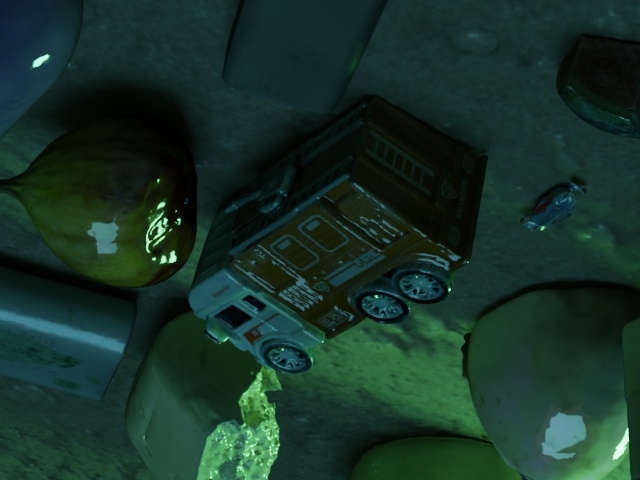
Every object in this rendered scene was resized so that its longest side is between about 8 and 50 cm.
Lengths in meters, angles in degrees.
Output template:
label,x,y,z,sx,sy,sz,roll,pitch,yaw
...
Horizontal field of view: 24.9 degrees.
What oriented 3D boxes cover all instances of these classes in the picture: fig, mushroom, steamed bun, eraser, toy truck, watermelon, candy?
label,x,y,z,sx,sy,sz,roll,pitch,yaw
fig,-0.219,-0.032,1.280,0.231,0.143,0.160,-7,130,-15
mushroom,0.279,0.157,1.479,0.236,0.162,0.173,13,150,-9
steamed bun,0.166,0.399,1.867,0.324,0.206,0.324,7,150,4
eraser,-0.334,0.095,1.621,0.227,0.081,0.174,17,148,-12
toy truck,0.000,0.000,1.328,0.162,0.136,0.305,33,140,-23
watermelon,0.227,-0.119,1.131,0.085,0.092,0.072,7,111,-13
candy,0.215,-0.029,1.326,0.030,0.020,0.083,23,144,-22
steamed bun,-0.109,0.186,1.624,0.170,0.200,0.225,-22,159,-28

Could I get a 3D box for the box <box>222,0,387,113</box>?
label,x,y,z,sx,sy,sz,roll,pitch,yaw
box,-0.003,-0.189,1.090,0.103,0.055,0.243,15,148,-8

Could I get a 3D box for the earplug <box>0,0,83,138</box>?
label,x,y,z,sx,sy,sz,roll,pitch,yaw
earplug,-0.351,-0.120,1.167,0.215,0.215,0.456,29,140,-30

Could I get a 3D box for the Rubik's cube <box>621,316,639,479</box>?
label,x,y,z,sx,sy,sz,roll,pitch,yaw
Rubik's cube,0.473,0.203,1.311,0.291,0.291,0.290,-30,124,31
